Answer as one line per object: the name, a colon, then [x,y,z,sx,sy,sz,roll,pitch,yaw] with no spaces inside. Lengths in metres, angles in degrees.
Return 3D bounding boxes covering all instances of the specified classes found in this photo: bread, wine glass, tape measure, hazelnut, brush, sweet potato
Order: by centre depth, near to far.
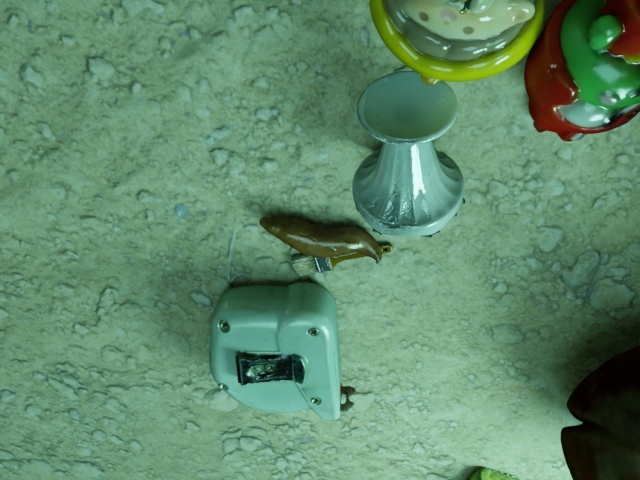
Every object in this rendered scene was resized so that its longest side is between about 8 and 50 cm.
wine glass: [0.120,-0.120,1.089,0.165,0.164,0.196,-1,143,5]
hazelnut: [0.610,0.325,1.237,0.402,0.429,0.401,-10,110,-31]
sweet potato: [0.000,-0.002,1.270,0.202,0.055,0.058,10,151,-4]
brush: [0.036,0.028,1.310,0.170,0.014,0.043,-11,124,11]
tape measure: [-0.068,0.197,1.364,0.246,0.125,0.243,-3,123,5]
bread: [0.339,0.525,1.571,0.129,0.111,0.114,17,115,-12]

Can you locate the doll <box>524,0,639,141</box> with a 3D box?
doll: [0.348,-0.224,0.987,0.183,0.160,0.363,-26,166,-17]

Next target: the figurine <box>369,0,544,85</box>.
figurine: [0.172,-0.305,0.903,0.215,0.343,0.187,28,78,1]
